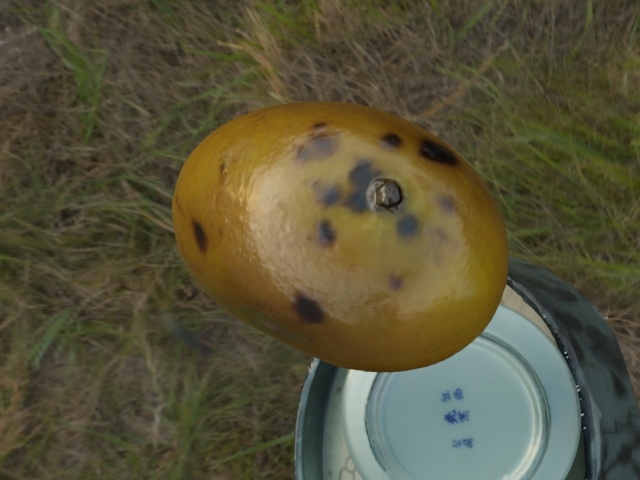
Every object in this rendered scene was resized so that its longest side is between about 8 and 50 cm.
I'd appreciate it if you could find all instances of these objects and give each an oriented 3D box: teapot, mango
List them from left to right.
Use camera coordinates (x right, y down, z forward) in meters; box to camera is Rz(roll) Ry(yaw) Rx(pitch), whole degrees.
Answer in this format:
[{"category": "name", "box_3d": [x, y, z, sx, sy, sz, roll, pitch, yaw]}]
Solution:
[{"category": "mango", "box_3d": [-0.002, -0.002, 0.469, 0.115, 0.178, 0.090, 41, 76, -24]}, {"category": "teapot", "box_3d": [0.100, 0.109, 0.844, 0.159, 0.159, 0.232, -12, 90, 12]}]

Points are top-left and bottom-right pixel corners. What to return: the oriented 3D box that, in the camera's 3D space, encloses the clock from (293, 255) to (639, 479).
[{"category": "clock", "box_3d": [0.103, 0.168, 0.952, 0.325, 0.067, 0.325, -13, 73, 46]}]
